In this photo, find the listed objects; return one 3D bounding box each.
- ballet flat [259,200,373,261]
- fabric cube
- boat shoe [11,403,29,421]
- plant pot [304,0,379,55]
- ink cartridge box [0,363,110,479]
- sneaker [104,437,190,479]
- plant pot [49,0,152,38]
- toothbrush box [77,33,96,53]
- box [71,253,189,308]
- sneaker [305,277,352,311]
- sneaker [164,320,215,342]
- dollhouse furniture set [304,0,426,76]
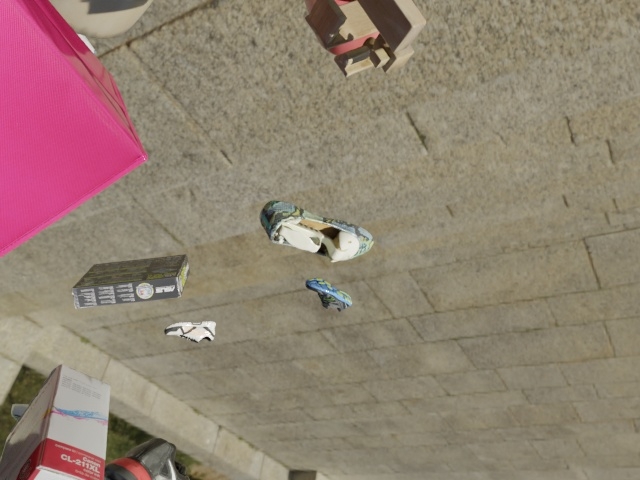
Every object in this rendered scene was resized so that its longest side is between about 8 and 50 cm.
[{"bbox_3d":[0.000,0.000,0.844,0.189,0.070,0.070,15,143,-26],"label":"ballet flat"},{"bbox_3d":[-0.404,-0.176,0.694,0.254,0.259,0.258,-35,138,-1],"label":"fabric cube"},{"bbox_3d":[-0.631,0.448,1.381,0.302,0.102,0.108,2,162,33],"label":"boat shoe"},{"bbox_3d":[0.079,-0.598,1.447,0.275,0.274,0.243,8,161,3],"label":"plant pot"},{"bbox_3d":[-0.300,0.244,0.659,0.072,0.175,0.127,32,101,-26],"label":"ink cartridge box"},{"bbox_3d":[-0.266,0.430,0.951,0.098,0.135,0.275,13,119,24],"label":"sneaker"},{"bbox_3d":[-0.402,-0.572,1.169,0.274,0.256,0.256,-9,139,43],"label":"plant pot"},{"bbox_3d":[-0.684,-0.419,1.283,0.296,0.126,0.216,-21,116,21],"label":"toothbrush box"},{"bbox_3d":[-0.505,0.107,1.614,0.270,0.216,0.060,-6,106,-5],"label":"box"},{"bbox_3d":[0.021,0.184,1.946,0.188,0.067,0.078,33,109,-32],"label":"sneaker"},{"bbox_3d":[-0.274,0.194,1.250,0.109,0.043,0.040,0,162,-21],"label":"sneaker"},{"bbox_3d":[0.090,-0.307,0.795,0.144,0.123,0.151,57,150,7],"label":"dollhouse furniture set"}]
